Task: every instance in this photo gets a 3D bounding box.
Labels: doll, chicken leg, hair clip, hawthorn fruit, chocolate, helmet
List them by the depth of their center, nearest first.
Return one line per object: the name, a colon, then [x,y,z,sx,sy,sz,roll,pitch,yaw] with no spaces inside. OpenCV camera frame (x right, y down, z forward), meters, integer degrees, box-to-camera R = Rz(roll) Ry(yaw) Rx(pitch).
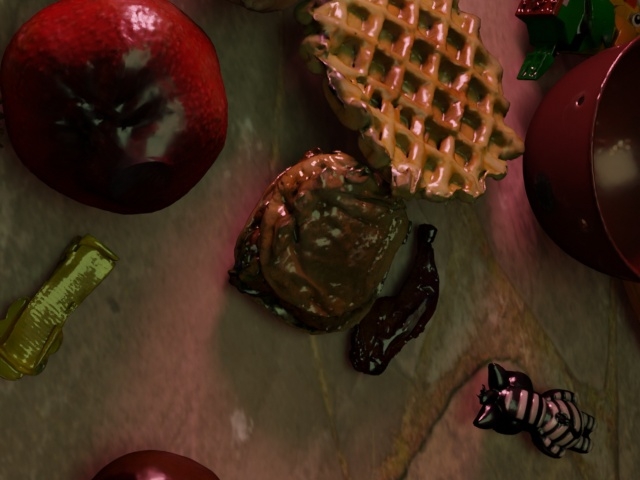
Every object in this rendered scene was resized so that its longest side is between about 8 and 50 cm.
hawthorn fruit: [-0.188,-0.156,1.275,0.230,0.210,0.266,57,33,-12]
hair clip: [-0.286,0.070,1.300,0.072,0.046,0.173,40,70,-20]
chocolate: [-0.169,0.303,1.318,0.177,0.177,0.177,0,90,-30]
chicken leg: [0.100,0.077,1.522,0.093,0.053,0.205,43,66,-7]
helmet: [0.399,-0.099,1.586,0.385,0.230,0.337,-8,95,-37]
doll: [0.276,0.225,1.610,0.219,0.067,0.091,25,75,-33]
doll: [0.343,-0.279,1.624,0.186,0.106,0.134,-5,98,-30]

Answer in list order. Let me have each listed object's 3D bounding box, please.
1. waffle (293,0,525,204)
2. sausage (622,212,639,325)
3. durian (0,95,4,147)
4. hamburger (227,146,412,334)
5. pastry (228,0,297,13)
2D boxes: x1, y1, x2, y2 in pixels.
waffle: [0.112,-0.187,1.470,0.297,0.073,0.317,-24,89,-43]
sausage: [0.510,0.107,1.720,0.134,0.116,0.354,-33,102,-15]
durian: [-0.386,-0.087,1.189,0.154,0.186,0.260,24,91,-21]
hamburger: [0.000,0.000,1.434,0.183,0.130,0.206,29,94,-25]
pastry: [-0.056,-0.397,1.318,0.329,0.136,0.329,-52,152,-44]
